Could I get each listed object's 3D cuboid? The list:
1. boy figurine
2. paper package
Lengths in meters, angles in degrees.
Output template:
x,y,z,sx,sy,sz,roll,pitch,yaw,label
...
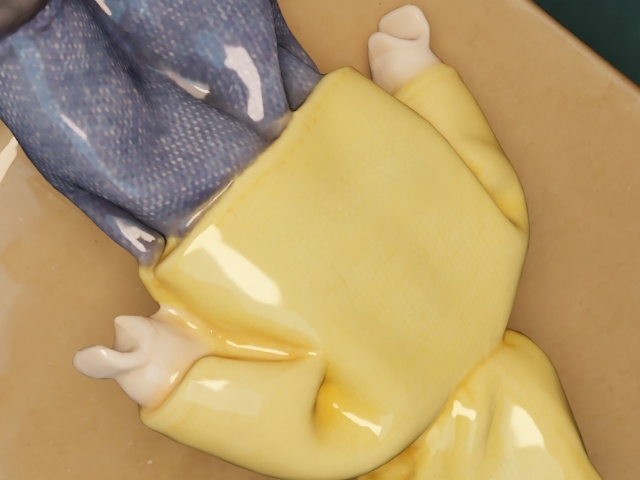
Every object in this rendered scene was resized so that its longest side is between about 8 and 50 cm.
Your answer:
x,y,z,sx,sy,sz,roll,pitch,yaw,label
0.000,0.000,0.568,0.285,0.177,0.092,48,146,-22,boy figurine
-0.012,0.035,0.707,0.325,0.168,0.309,34,88,-20,paper package
